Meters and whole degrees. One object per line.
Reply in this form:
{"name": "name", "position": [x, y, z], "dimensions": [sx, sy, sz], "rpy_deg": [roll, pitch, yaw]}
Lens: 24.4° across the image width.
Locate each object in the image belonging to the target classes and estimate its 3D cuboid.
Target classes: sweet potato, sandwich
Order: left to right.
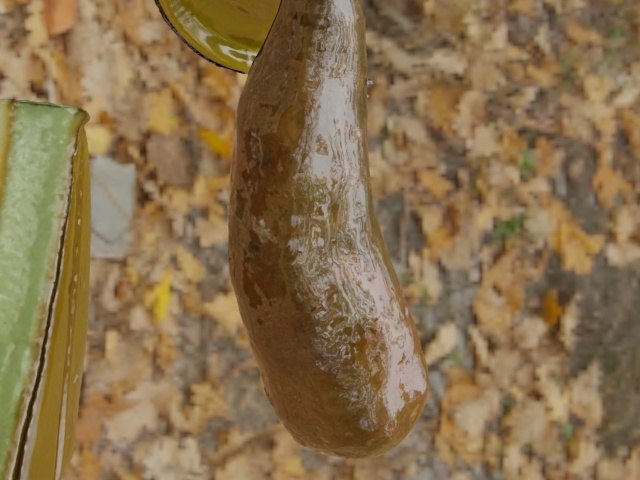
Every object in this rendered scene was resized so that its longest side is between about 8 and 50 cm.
{"name": "sandwich", "position": [-0.177, 0.036, 0.686], "dimensions": [0.144, 0.117, 0.187], "rpy_deg": [-75, 170, -75]}
{"name": "sweet potato", "position": [-0.001, 0.000, 0.775], "dimensions": [0.097, 0.097, 0.291], "rpy_deg": [-42, 131, -48]}

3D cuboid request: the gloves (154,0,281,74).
{"name": "gloves", "position": [0.010, -0.196, 0.767], "dimensions": [0.133, 0.294, 0.116], "rpy_deg": [23, 65, -15]}
